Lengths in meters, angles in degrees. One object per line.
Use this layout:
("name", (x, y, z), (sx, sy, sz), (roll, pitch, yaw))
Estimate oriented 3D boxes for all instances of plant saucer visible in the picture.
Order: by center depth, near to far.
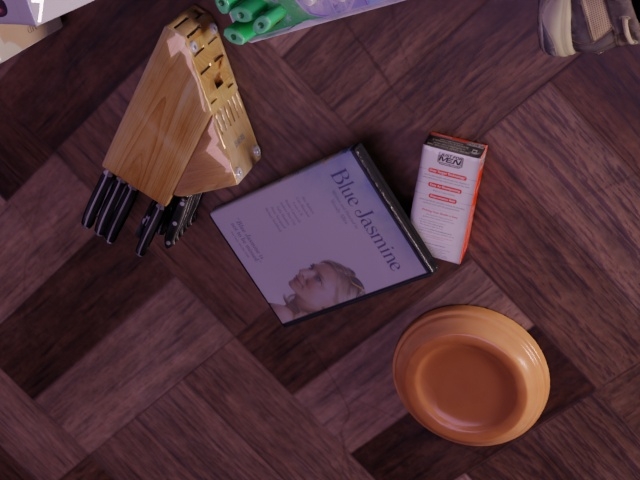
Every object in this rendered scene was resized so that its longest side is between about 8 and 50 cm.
("plant saucer", (0.183, 0.175, 1.733), (0.199, 0.037, 0.200), (8, 119, 15))

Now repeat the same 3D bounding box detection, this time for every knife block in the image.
("knife block", (-0.209, -0.122, 1.688), (0.242, 0.088, 0.276), (-10, 113, 23))

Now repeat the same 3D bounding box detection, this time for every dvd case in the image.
("dvd case", (0.000, 0.000, 1.688), (0.253, 0.022, 0.180), (-22, 106, 39))

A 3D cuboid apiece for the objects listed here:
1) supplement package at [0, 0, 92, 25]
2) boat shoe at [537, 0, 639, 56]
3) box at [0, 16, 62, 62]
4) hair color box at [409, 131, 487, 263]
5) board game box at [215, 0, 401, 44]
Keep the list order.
("supplement package", (-0.308, -0.387, 1.496), (0.145, 0.204, 0.262), (9, 122, 41))
("boat shoe", (0.275, -0.306, 1.339), (0.130, 0.132, 0.355), (4, 156, 12))
("box", (-0.421, -0.365, 1.602), (0.121, 0.148, 0.311), (-1, 117, 26))
("hair color box", (0.146, -0.049, 1.627), (0.072, 0.043, 0.141), (16, 121, 11))
("board game box", (-0.012, -0.418, 1.446), (0.389, 0.050, 0.390), (-9, 112, 35))
